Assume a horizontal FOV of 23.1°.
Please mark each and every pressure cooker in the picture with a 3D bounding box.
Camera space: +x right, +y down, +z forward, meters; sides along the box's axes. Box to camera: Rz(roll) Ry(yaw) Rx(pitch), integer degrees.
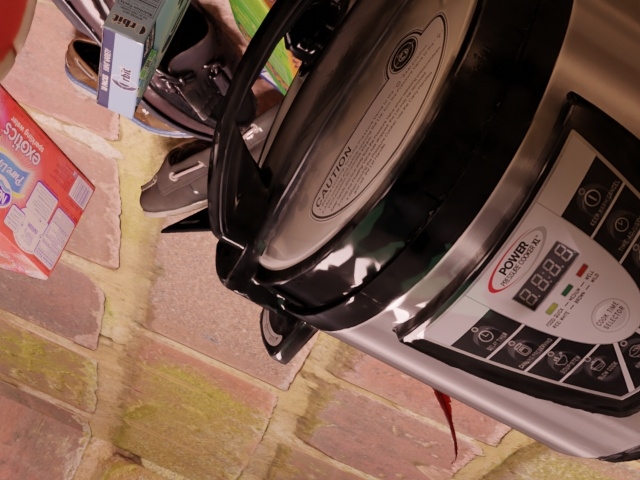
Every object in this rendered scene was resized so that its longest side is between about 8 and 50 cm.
[{"bbox_3d":[0.130,-0.059,1.203,0.420,0.370,0.375,29,153,-19],"label":"pressure cooker"}]

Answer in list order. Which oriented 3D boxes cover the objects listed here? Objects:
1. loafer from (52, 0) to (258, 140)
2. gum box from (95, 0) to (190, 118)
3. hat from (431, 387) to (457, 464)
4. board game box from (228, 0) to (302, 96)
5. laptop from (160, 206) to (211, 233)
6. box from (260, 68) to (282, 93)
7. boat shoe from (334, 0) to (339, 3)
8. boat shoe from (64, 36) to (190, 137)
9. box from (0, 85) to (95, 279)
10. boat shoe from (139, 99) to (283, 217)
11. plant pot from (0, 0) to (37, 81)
[{"bbox_3d":[-0.157,-0.204,1.556,0.095,0.109,0.302,-5,142,44],"label":"loafer"},{"bbox_3d":[-0.141,-0.220,1.383,0.041,0.184,0.157,25,158,-2],"label":"gum box"},{"bbox_3d":[0.135,0.148,1.949,0.208,0.183,0.173,25,161,-11],"label":"hat"},{"bbox_3d":[-0.046,-0.196,1.418,0.124,0.039,0.259,56,173,13],"label":"board game box"},{"bbox_3d":[0.000,0.000,1.819,0.234,0.136,0.264,-1,148,48],"label":"laptop"},{"bbox_3d":[0.053,-0.132,1.589,0.225,0.036,0.136,38,155,-29],"label":"box"},{"bbox_3d":[0.054,-0.163,1.440,0.088,0.096,0.267,8,152,48],"label":"boat shoe"},{"bbox_3d":[-0.203,-0.170,1.729,0.183,0.066,0.066,21,157,7],"label":"boat shoe"},{"bbox_3d":[-0.449,-0.092,2.052,0.142,0.154,0.300,11,156,30],"label":"box"},{"bbox_3d":[-0.108,-0.095,1.781,0.335,0.112,0.095,-8,108,51],"label":"boat shoe"},{"bbox_3d":[-0.420,-0.257,1.494,0.243,0.275,0.275,15,157,14],"label":"plant pot"}]
